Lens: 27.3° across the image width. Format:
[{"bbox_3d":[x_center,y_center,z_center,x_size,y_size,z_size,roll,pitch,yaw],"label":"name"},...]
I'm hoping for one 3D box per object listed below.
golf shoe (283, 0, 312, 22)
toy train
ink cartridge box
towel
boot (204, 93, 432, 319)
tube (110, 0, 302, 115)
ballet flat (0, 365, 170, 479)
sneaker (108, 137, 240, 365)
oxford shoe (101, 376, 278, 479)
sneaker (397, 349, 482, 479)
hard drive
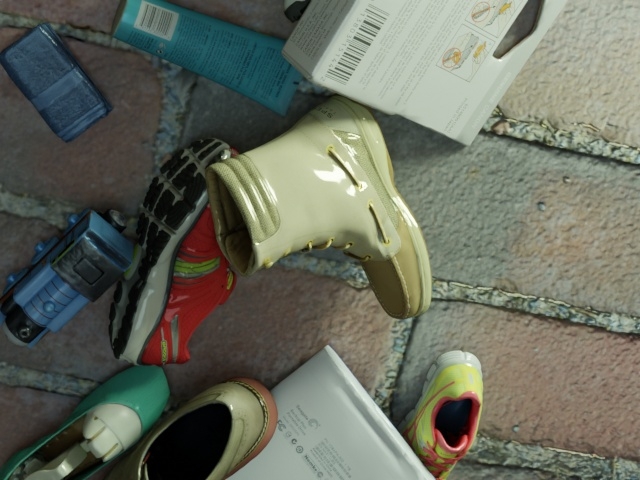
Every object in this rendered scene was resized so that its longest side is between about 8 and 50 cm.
[{"bbox_3d":[0.003,-0.318,1.327,0.094,0.077,0.198,32,103,-1],"label":"golf shoe"},{"bbox_3d":[-0.279,0.042,1.416,0.184,0.105,0.080,-42,109,11],"label":"toy train"},{"bbox_3d":[0.136,-0.262,1.347,0.261,0.066,0.296,17,112,-45],"label":"ink cartridge box"},{"bbox_3d":[-0.278,-0.165,1.375,0.067,0.029,0.119,-33,112,7],"label":"towel"},{"bbox_3d":[0.000,0.000,1.385,0.203,0.095,0.262,-31,112,-30],"label":"boot"},{"bbox_3d":[-0.113,-0.200,1.370,0.207,0.052,0.080,20,113,-18],"label":"tube"},{"bbox_3d":[-0.270,0.238,1.505,0.247,0.087,0.083,-37,108,9],"label":"ballet flat"},{"bbox_3d":[-0.140,0.015,1.440,0.118,0.107,0.279,13,114,-30],"label":"sneaker"},{"bbox_3d":[-0.200,0.286,1.478,0.123,0.130,0.348,41,97,14],"label":"oxford shoe"},{"bbox_3d":[0.136,0.236,1.543,0.081,0.094,0.208,11,112,-12],"label":"sneaker"},{"bbox_3d":[-0.049,0.302,1.538,0.318,0.040,0.210,-39,85,10],"label":"hard drive"}]
